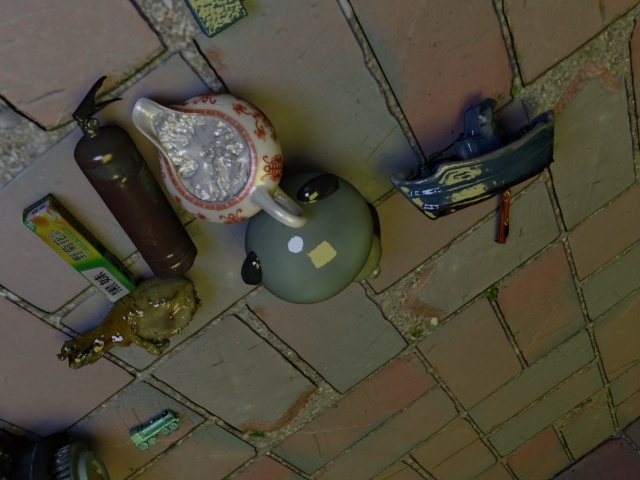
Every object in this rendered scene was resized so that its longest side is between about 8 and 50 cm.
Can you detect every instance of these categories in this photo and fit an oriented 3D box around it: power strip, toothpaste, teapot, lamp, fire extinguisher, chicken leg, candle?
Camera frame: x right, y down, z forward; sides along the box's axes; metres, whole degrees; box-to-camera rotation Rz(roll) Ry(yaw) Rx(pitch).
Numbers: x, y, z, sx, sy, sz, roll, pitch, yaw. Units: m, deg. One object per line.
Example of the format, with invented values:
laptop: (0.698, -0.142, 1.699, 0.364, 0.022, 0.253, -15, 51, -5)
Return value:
power strip: (-0.135, -0.294, 0.607, 0.056, 0.032, 0.123, -33, 132, -2)
toothpaste: (-0.322, 0.014, 0.743, 0.043, 0.037, 0.179, -33, 132, -2)
teapot: (-0.114, -0.095, 0.686, 0.159, 0.245, 0.116, -60, 169, 6)
lamp: (-0.476, 0.454, 0.880, 0.272, 0.205, 0.374, -6, 116, -18)
fire extinguisher: (-0.238, -0.070, 0.704, 0.089, 0.072, 0.268, -46, 137, -26)
lamp: (0.000, 0.000, 0.813, 0.198, 0.198, 0.243, -50, 153, 15)
chicken leg: (-0.278, 0.130, 0.821, 0.227, 0.088, 0.103, -36, 148, 0)
candle: (0.347, -0.059, 1.032, 0.021, 0.026, 0.168, -23, 131, -15)

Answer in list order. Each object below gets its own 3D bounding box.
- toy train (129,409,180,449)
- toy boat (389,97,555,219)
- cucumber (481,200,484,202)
toy train: (-0.304, 0.346, 1.010, 0.092, 0.029, 0.045, -32, 117, -6)
toy boat: (0.247, -0.141, 0.865, 0.309, 0.129, 0.143, -24, 98, -13)
cucumber: (0.281, -0.089, 0.960, 0.105, 0.048, 0.048, -17, 130, -15)
